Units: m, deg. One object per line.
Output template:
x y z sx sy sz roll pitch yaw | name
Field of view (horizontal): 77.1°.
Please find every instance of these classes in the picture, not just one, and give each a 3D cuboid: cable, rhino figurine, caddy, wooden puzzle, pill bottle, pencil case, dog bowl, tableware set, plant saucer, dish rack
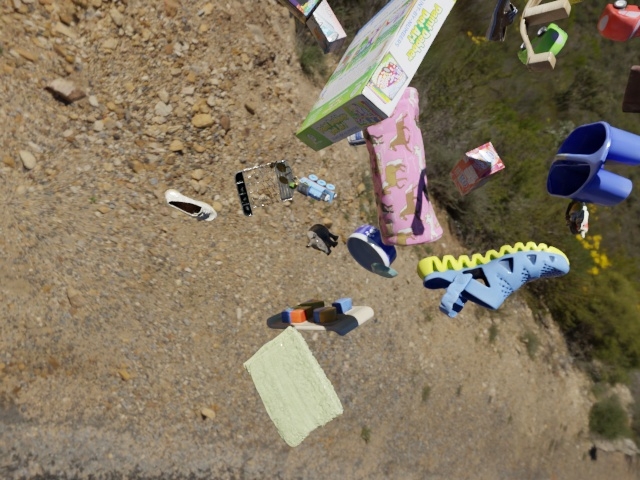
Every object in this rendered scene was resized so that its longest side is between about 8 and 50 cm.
0.924 -0.134 1.409 0.139 0.072 0.287 46 64 -29 | cable
0.000 0.000 1.356 0.106 0.243 0.073 35 102 -4 | rhino figurine
0.843 -0.241 1.274 0.341 0.179 0.241 -44 153 -76 | caddy
0.003 0.296 1.653 0.322 0.348 0.080 -10 99 -59 | wooden puzzle
0.160 -0.379 1.441 0.067 0.120 0.067 -5 90 -69 | pill bottle
0.195 -0.179 0.993 0.160 0.167 0.386 -15 101 -9 | pencil case
0.269 0.048 2.127 0.104 0.265 0.265 -44 119 -24 | dog bowl
-0.149 -0.279 1.701 0.154 0.104 0.024 38 58 -19 | tableware set
0.269 0.133 1.703 0.119 0.119 0.021 34 69 -35 | plant saucer
-0.242 -0.242 1.797 0.271 0.074 0.208 -18 117 -17 | dish rack

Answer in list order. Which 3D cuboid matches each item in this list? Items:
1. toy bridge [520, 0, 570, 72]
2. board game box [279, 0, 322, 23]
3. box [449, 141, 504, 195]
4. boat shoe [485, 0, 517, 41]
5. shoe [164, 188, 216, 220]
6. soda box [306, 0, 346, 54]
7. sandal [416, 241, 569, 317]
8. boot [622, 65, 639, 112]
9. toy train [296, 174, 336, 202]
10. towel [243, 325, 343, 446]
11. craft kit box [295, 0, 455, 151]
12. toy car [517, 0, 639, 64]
0.345 -0.349 0.615 0.026 0.063 0.188 20 85 -41 | toy bridge
-0.034 -0.576 0.841 0.141 0.048 0.170 38 92 -10 | board game box
0.683 -0.308 1.774 0.122 0.257 0.128 -25 79 -2 | box
0.576 -0.707 1.256 0.066 0.066 0.183 -60 163 -13 | boat shoe
-0.490 -0.120 1.526 0.219 0.058 0.076 28 110 -41 | shoe
-0.001 -0.634 1.149 0.063 0.058 0.183 -28 86 -18 | soda box
0.382 0.095 0.903 0.126 0.317 0.138 41 42 -49 | sandal
0.792 -0.361 0.874 0.090 0.207 0.248 -43 138 -16 | boot
-0.017 -0.236 1.872 0.105 0.184 0.080 -45 160 -46 | toy train
-0.042 0.215 0.600 0.110 0.148 0.027 -38 160 9 | towel
0.079 -0.273 0.627 0.061 0.250 0.247 36 79 -20 | craft kit box
0.506 -0.430 0.819 0.239 0.225 0.053 28 64 -13 | toy car
